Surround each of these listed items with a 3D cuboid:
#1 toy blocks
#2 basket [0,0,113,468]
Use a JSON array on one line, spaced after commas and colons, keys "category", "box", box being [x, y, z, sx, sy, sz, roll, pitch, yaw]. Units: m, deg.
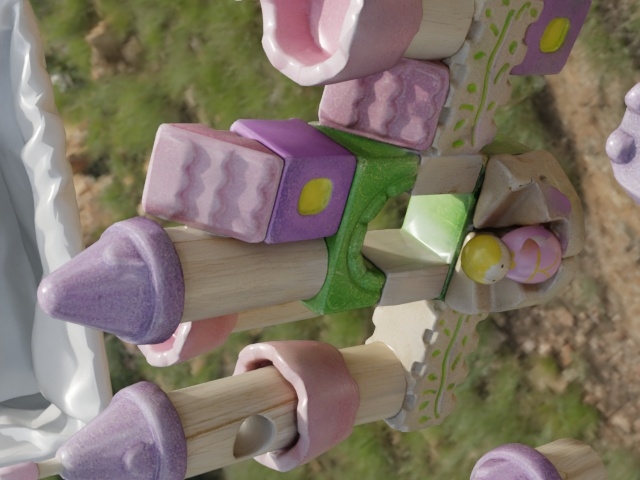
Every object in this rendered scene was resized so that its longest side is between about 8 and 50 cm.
[{"category": "toy blocks", "box": [0.000, 0.000, 0.509, 0.309, 0.260, 0.289, 38, 122, 39]}, {"category": "basket", "box": [-0.334, 0.019, 0.838, 0.266, 0.331, 0.328, 156, 102, -80]}]
